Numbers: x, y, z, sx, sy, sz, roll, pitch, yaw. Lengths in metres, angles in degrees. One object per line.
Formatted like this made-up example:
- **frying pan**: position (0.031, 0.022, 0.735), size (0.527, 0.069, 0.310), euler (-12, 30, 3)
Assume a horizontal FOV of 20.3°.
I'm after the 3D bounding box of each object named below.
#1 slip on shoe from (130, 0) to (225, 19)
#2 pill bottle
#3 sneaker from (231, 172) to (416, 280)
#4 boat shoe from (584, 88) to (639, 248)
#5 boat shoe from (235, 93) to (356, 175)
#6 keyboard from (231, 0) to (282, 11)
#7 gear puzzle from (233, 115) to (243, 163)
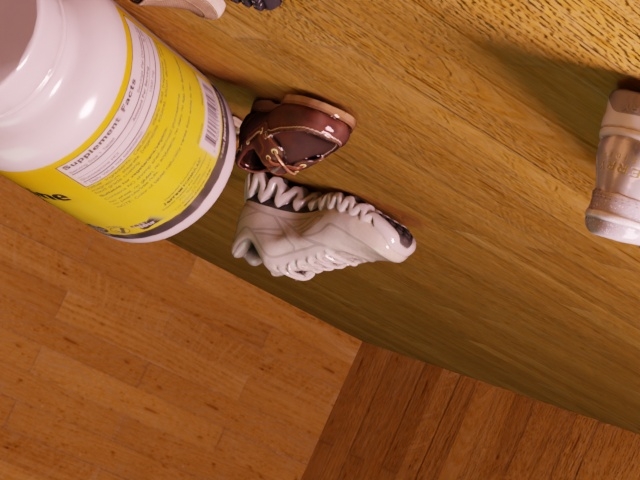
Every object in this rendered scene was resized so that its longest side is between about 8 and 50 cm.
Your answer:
- **slip on shoe**: position (-0.132, -0.199, 1.383), size (0.051, 0.041, 0.135), euler (17, 170, 47)
- **pill bottle**: position (-0.227, -0.130, 1.631), size (0.188, 0.188, 0.334), euler (21, 172, 29)
- **sneaker**: position (0.000, 0.000, 2.168), size (0.110, 0.118, 0.292), euler (32, 169, -39)
- **boat shoe**: position (0.255, -0.005, 1.256), size (0.118, 0.103, 0.320), euler (21, 172, 26)
- **boat shoe**: position (-0.028, -0.094, 1.710), size (0.073, 0.073, 0.207), euler (27, 172, -16)
- **keyboard**: position (-0.089, -0.206, 1.263), size (0.108, 0.023, 0.180), euler (24, 173, 9)
- **gear puzzle**: position (-0.181, -0.147, 1.952), size (0.339, 0.044, 0.175), euler (30, 171, -40)
